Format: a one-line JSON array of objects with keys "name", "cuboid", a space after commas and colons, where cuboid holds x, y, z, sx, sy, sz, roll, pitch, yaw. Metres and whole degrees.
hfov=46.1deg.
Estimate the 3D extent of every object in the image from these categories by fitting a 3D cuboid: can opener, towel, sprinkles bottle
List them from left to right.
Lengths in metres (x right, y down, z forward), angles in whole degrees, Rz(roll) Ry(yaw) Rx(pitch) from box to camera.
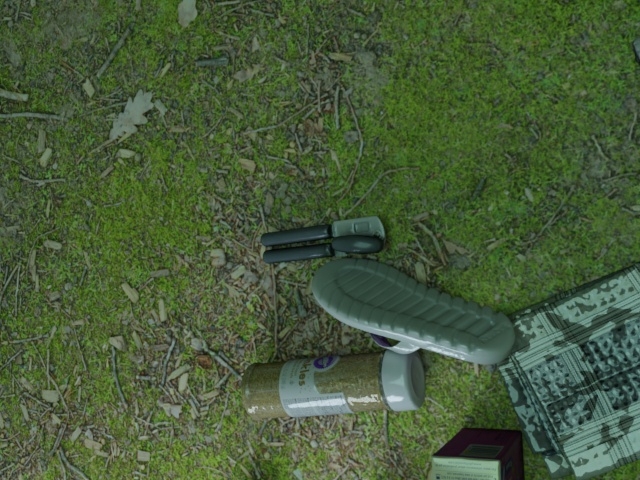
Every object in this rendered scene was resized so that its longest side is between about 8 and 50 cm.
[{"name": "can opener", "cuboid": [0.000, 0.000, 1.518, 0.281, 0.093, 0.074, -7, 87, 28]}, {"name": "sprinkles bottle", "cuboid": [0.022, 0.285, 1.481, 0.356, 0.121, 0.121, -10, 85, 24]}, {"name": "towel", "cuboid": [0.482, 0.236, 1.315, 0.324, 0.056, 0.312, -28, 78, 22]}]

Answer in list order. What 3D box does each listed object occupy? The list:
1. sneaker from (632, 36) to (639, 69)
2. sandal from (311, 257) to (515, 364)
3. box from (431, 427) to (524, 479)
[{"name": "sneaker", "cuboid": [0.623, -0.236, 1.232, 0.115, 0.105, 0.281, -27, 78, 21]}, {"name": "sandal", "cuboid": [0.156, 0.152, 1.415, 0.416, 0.169, 0.102, 21, 133, 31]}, {"name": "box", "cuboid": [0.284, 0.472, 1.312, 0.117, 0.214, 0.242, -3, 88, 24]}]
